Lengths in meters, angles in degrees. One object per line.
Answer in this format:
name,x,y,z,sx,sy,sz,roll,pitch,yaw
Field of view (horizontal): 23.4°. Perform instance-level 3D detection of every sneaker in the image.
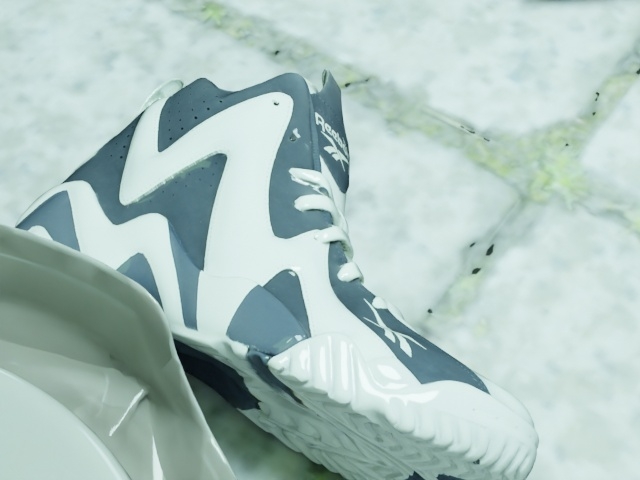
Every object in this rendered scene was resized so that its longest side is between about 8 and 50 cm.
sneaker,0.000,0.000,0.632,0.235,0.094,0.153,18,65,27

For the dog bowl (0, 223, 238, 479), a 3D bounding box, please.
dog bowl,-0.171,0.156,0.523,0.348,0.102,0.349,-1,53,1
